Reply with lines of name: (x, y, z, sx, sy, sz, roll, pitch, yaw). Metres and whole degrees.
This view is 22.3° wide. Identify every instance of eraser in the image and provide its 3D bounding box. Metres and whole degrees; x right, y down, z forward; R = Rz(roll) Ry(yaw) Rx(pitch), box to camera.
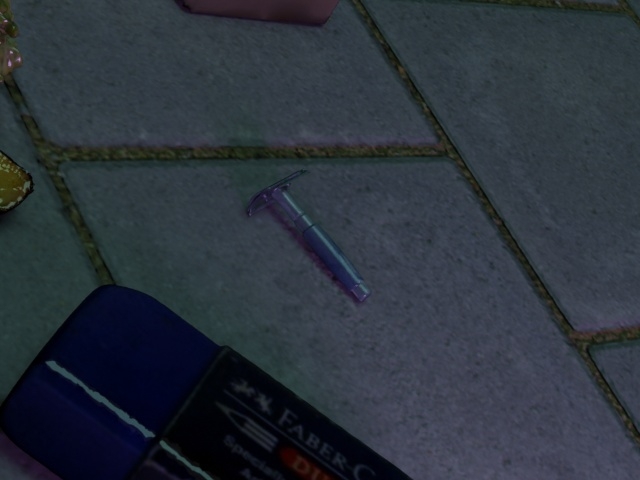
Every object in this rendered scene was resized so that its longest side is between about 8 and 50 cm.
eraser: (-0.063, 0.171, 1.193, 0.332, 0.101, 0.155, 37, 36, -2)

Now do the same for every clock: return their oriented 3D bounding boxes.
clock: (-0.078, -0.307, 1.708, 0.192, 0.071, 0.147, 0, 50, -38)

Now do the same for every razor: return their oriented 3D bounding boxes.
razor: (0.000, 0.000, 1.481, 0.135, 0.040, 0.068, 49, 39, 8)

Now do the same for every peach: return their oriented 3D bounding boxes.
peach: (-0.276, -0.054, 1.301, 0.083, 0.050, 0.077, -7, 78, -31)

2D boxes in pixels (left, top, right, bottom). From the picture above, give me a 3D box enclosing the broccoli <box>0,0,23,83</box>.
broccoli: (-0.356, -0.179, 1.293, 0.247, 0.263, 0.243, -3, 73, 1)
